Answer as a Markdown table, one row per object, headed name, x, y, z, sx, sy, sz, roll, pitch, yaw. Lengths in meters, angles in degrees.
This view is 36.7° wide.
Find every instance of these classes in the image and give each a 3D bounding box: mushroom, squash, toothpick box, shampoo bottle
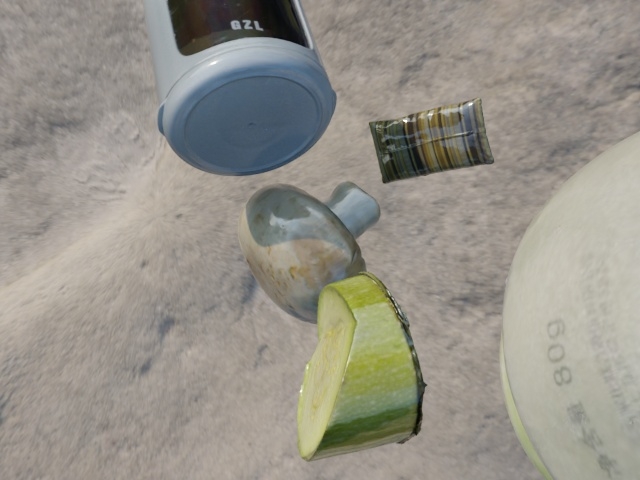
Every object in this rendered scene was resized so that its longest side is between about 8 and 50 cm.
| name | x | y | z | sx | sy | sz | roll | pitch | yaw |
| --- | --- | --- | --- | --- | --- | --- | --- | --- | --- |
| mushroom | 0.000 | 0.000 | 1.502 | 0.244 | 0.243 | 0.243 | 0 | 91 | -10 |
| squash | 0.029 | 0.147 | 1.159 | 0.133 | 0.220 | 0.220 | -6 | 92 | -15 |
| toothpick box | -0.134 | -0.286 | 1.401 | 0.263 | 0.263 | 0.354 | -10 | 56 | -9 |
| shampoo bottle | 0.290 | 0.065 | 0.655 | 0.323 | 0.317 | 0.322 | 4 | 69 | -10 |

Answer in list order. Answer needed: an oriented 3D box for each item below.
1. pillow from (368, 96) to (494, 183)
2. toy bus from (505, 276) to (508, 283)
| name | x | y | z | sx | sy | sz | roll | pitch | yaw |
| --- | --- | --- | --- | --- | --- | --- | --- | --- | --- |
| pillow | 0.181 | -0.163 | 1.600 | 0.203 | 0.038 | 0.113 | -10 | 98 | 29 |
| toy bus | 0.256 | 0.030 | 1.039 | 0.052 | 0.131 | 0.037 | 50 | 53 | 0 |
